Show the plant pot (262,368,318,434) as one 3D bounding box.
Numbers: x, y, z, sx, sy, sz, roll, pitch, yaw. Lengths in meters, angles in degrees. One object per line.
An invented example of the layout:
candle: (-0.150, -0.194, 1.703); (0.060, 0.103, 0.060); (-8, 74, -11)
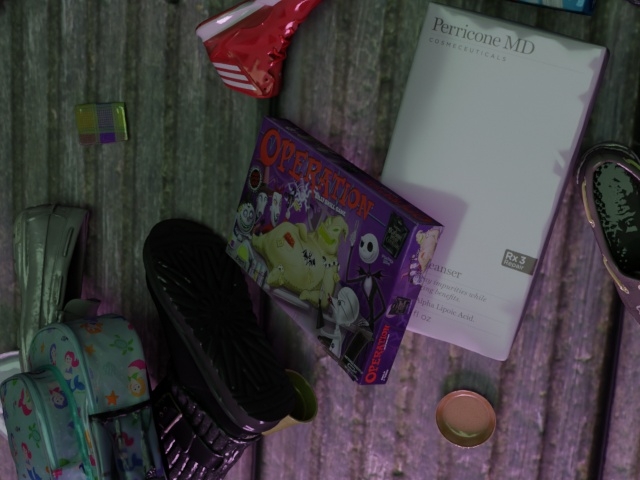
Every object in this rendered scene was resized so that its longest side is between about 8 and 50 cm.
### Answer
plant pot: (-0.060, 0.239, 1.312); (0.079, 0.083, 0.083); (-40, 88, 32)

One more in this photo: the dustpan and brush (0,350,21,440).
dustpan and brush: (-0.444, 0.205, 1.421); (0.147, 0.060, 0.211); (40, 81, 6)

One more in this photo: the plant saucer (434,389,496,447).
plant saucer: (0.199, 0.242, 1.261); (0.083, 0.015, 0.083); (4, 102, 17)

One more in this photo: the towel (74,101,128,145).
towel: (-0.319, -0.170, 1.337); (0.083, 0.009, 0.060); (-3, 99, 17)

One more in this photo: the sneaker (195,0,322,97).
sneaker: (-0.048, -0.266, 1.209); (0.221, 0.087, 0.128); (-17, 105, 31)

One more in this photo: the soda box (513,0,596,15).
soda box: (0.224, -0.322, 1.094); (0.210, 0.067, 0.071); (18, 106, 24)

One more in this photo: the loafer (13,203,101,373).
loafer: (-0.379, 0.106, 1.347); (0.111, 0.112, 0.320); (-3, 93, 1)

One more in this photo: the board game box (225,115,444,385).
board game box: (0.000, 0.000, 1.144); (0.347, 0.056, 0.208); (39, 114, 48)

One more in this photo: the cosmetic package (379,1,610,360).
cosmetic package: (0.192, -0.076, 1.125); (0.217, 0.156, 0.385); (17, 106, 15)

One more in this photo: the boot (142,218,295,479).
boot: (-0.196, 0.171, 1.308); (0.260, 0.131, 0.348); (-47, 61, 42)

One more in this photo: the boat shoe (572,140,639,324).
boat shoe: (0.400, 0.024, 1.116); (0.109, 0.091, 0.305); (-28, 92, 20)

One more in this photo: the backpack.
backpack: (-0.313, 0.227, 1.219); (0.225, 0.191, 0.254); (-15, 80, 56)

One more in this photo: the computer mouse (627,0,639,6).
computer mouse: (0.397, -0.368, 1.064); (0.106, 0.042, 0.193); (25, 107, 12)
